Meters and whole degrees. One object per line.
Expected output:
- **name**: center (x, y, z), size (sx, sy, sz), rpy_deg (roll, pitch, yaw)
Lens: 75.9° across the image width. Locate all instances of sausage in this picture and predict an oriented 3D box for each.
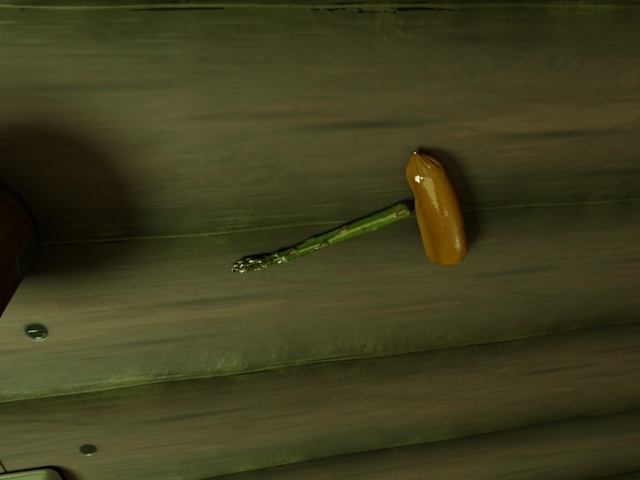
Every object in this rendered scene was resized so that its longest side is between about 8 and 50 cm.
- **sausage**: center (0.157, -0.035, 0.538), size (0.062, 0.054, 0.183), rpy_deg (-34, 120, -24)

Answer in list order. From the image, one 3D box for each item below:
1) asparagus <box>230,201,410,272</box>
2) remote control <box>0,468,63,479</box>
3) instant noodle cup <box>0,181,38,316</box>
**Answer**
- **asparagus**: center (0.000, 0.000, 0.544), size (0.249, 0.024, 0.025), rpy_deg (-20, 77, 0)
- **remote control**: center (-0.538, 0.425, 0.656), size (0.231, 0.049, 0.090), rpy_deg (-8, 117, -5)
- **instant noodle cup**: center (-0.399, 0.024, 0.394), size (0.216, 0.172, 0.215), rpy_deg (-4, 119, -8)
